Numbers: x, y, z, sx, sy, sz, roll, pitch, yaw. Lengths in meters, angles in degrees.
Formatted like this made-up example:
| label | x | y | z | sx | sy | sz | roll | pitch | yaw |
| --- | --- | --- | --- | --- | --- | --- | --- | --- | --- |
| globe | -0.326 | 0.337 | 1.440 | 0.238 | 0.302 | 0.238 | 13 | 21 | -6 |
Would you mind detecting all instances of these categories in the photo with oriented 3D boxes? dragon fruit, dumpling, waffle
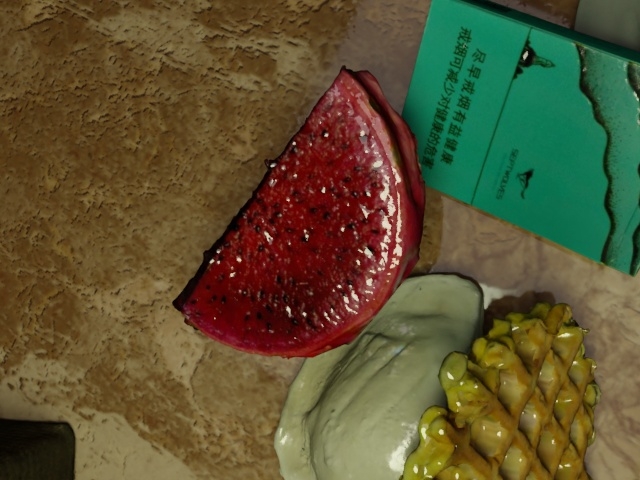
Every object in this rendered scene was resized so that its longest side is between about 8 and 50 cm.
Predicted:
| label | x | y | z | sx | sy | sz | roll | pitch | yaw |
| --- | --- | --- | --- | --- | --- | --- | --- | --- | --- |
| dragon fruit | 0.000 | 0.000 | 0.647 | 0.261 | 0.163 | 0.189 | -49 | 53 | 23 |
| dumpling | 0.051 | 0.143 | 0.672 | 0.179 | 0.131 | 0.251 | 8 | 81 | 35 |
| waffle | 0.149 | 0.170 | 0.609 | 0.059 | 0.243 | 0.237 | 4 | 99 | 46 |

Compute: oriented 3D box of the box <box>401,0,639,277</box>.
| label | x | y | z | sx | sy | sz | roll | pitch | yaw |
| --- | --- | --- | --- | --- | --- | --- | --- | --- | --- |
| box | 0.175 | -0.087 | 0.631 | 0.226 | 0.042 | 0.160 | 26 | 126 | 21 |

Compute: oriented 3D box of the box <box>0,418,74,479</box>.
| label | x | y | z | sx | sy | sz | roll | pitch | yaw |
| --- | --- | --- | --- | --- | --- | --- | --- | --- | --- |
| box | -0.347 | 0.310 | 0.737 | 0.184 | 0.143 | 0.273 | 2 | 91 | 11 |

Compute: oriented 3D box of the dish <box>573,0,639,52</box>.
| label | x | y | z | sx | sy | sz | roll | pitch | yaw |
| --- | --- | --- | --- | --- | --- | --- | --- | --- | --- |
| dish | 0.362 | -0.162 | 0.605 | 0.317 | 0.106 | 0.316 | 0 | 89 | 7 |
